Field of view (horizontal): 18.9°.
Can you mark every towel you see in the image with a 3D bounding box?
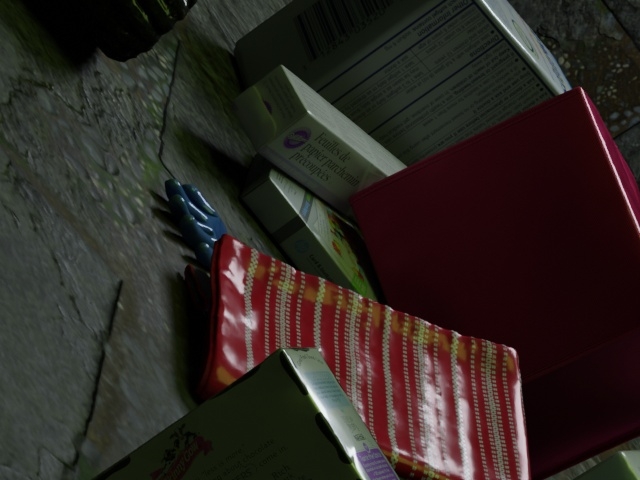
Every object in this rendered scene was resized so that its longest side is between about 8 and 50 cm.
[{"bbox_3d":[0.036,0.101,1.464,0.275,0.031,0.199,22,31,-12],"label":"towel"}]

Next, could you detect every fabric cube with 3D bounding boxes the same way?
[{"bbox_3d":[0.217,0.056,1.875,0.259,0.254,0.258,44,22,-59],"label":"fabric cube"}]

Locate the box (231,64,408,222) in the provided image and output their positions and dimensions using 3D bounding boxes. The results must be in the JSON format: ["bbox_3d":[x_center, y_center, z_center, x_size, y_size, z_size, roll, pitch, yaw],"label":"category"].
[{"bbox_3d":[0.025,-0.072,1.879,0.324,0.063,0.067,33,23,-58],"label":"box"}]

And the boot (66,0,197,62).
[{"bbox_3d":[-0.209,-0.315,1.677,0.260,0.131,0.348,42,28,-20],"label":"boot"}]

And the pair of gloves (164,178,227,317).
[{"bbox_3d":[-0.065,0.039,1.566,0.159,0.023,0.198,41,19,-43],"label":"pair of gloves"}]

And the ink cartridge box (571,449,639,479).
[{"bbox_3d":[0.345,0.399,1.775,0.395,0.166,0.285,59,15,15],"label":"ink cartridge box"}]

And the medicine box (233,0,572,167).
[{"bbox_3d":[0.101,-0.159,2.067,0.289,0.263,0.149,43,19,-40],"label":"medicine box"}]

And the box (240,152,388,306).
[{"bbox_3d":[0.000,0.000,1.837,0.186,0.038,0.145,53,14,-12],"label":"box"}]

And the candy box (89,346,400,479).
[{"bbox_3d":[-0.025,0.183,1.069,0.196,0.165,0.070,58,14,11],"label":"candy box"}]
